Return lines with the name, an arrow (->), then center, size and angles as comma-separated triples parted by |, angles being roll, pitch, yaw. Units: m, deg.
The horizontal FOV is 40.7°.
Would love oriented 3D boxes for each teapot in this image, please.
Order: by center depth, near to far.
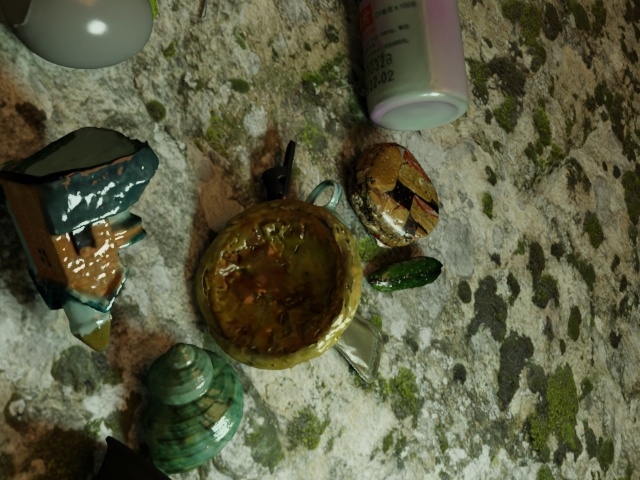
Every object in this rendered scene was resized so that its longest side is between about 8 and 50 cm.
teapot -> 0.000, 0.000, 1.569 | 0.159, 0.159, 0.232 | 24, 60, -41

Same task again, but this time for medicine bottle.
medicine bottle -> 0.193, -0.450, 1.863 | 0.219, 0.219, 0.388 | 6, 74, -46

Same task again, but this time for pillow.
pillow -> 0.050, 0.172, 1.655 | 0.217, 0.033, 0.130 | 46, 42, -27

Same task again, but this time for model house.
model house -> -0.317, 0.009, 1.181 | 0.184, 0.253, 0.291 | -22, 112, -35

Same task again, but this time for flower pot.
flower pot -> -0.242, 0.391, 1.165 | 0.148, 0.235, 0.235 | -51, 117, -20

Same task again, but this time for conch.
conch -> -0.197, 0.244, 1.304 | 0.176, 0.122, 0.188 | -25, 94, -34

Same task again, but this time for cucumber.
cucumber -> 0.177, 0.071, 1.806 | 0.227, 0.069, 0.069 | -9, 85, -44

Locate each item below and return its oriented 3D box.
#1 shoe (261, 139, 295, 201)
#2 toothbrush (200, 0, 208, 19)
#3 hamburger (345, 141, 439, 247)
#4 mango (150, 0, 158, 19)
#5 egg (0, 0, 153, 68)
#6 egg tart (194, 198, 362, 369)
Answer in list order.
shoe -> -0.082, -0.121, 1.590 | 0.053, 0.062, 0.159 | 19, 61, -13
toothbrush -> -0.206, -0.462, 1.591 | 0.011, 0.013, 0.131 | 22, 63, -30
hamburger -> 0.154, -0.099, 1.804 | 0.231, 0.107, 0.231 | 12, 70, -37
mango -> -0.324, -0.423, 1.404 | 0.165, 0.074, 0.091 | 42, 49, -31
egg -> -0.351, -0.341, 1.276 | 0.232, 0.176, 0.176 | 7, 73, -57
egg tart -> -0.066, 0.073, 1.438 | 0.115, 0.290, 0.290 | 64, 24, -72
